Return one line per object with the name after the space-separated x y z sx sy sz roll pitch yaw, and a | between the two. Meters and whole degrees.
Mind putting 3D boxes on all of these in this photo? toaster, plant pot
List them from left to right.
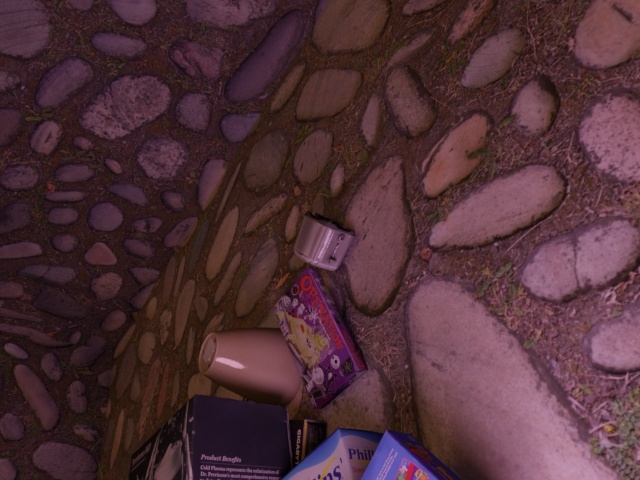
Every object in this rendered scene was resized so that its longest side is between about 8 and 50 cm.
-0.231 0.378 1.453 0.256 0.274 0.256 -35 44 43 | plant pot
0.000 0.000 1.465 0.227 0.129 0.146 31 101 57 | toaster

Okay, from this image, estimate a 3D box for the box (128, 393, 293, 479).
-0.302 0.732 1.196 0.480 0.297 0.471 -46 36 33 | box

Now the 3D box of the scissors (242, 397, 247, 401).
-0.294 0.661 1.630 0.297 0.021 0.109 -62 29 9 | scissors

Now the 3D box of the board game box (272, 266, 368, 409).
-0.014 0.273 1.323 0.208 0.056 0.347 -47 51 25 | board game box

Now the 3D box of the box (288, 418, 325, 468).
-0.098 0.665 1.266 0.257 0.079 0.322 -28 50 50 | box

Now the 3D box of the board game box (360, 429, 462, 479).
0.124 0.530 0.741 0.233 0.078 0.347 28 91 52 | board game box

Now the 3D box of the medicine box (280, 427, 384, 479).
0.055 0.608 0.995 0.263 0.149 0.289 -51 36 26 | medicine box
